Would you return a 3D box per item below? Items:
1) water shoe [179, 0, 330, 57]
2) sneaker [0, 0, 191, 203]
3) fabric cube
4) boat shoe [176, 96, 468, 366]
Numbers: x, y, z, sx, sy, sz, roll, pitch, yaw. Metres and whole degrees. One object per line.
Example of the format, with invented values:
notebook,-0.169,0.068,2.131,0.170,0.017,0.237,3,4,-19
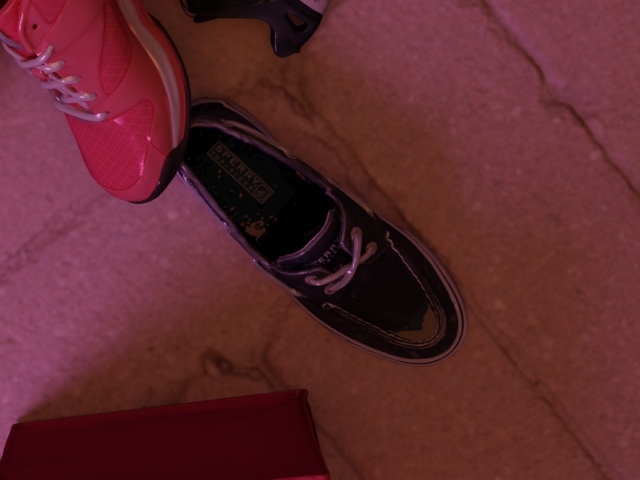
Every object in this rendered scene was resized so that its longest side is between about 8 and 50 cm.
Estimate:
water shoe,-0.092,-0.211,1.475,0.203,0.073,0.080,27,100,-8
sneaker,-0.193,-0.158,1.384,0.136,0.116,0.314,-34,125,-38
fabric cube,-0.109,0.282,1.477,0.259,0.254,0.258,-6,99,-3
boat shoe,0.000,0.000,1.506,0.301,0.102,0.108,43,95,-10
